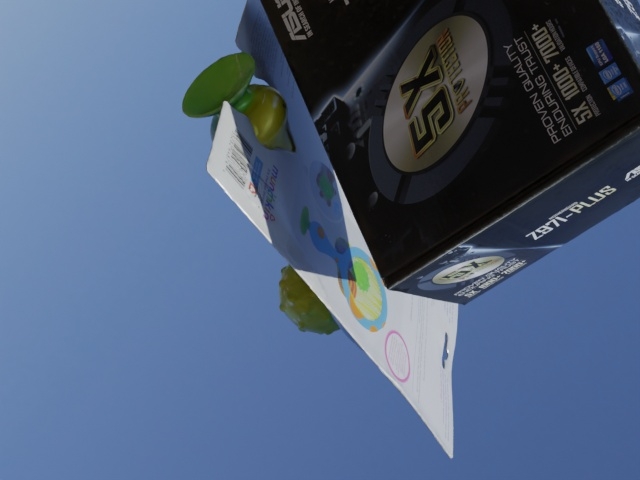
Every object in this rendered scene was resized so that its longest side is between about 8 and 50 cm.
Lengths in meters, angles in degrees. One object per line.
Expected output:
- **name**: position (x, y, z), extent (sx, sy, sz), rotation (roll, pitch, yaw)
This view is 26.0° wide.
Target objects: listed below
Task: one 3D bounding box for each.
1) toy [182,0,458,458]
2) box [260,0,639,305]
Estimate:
- **toy**: position (0.000, 0.000, 0.731), extent (0.056, 0.237, 0.137), rotation (-16, -139, 23)
- **box**: position (0.071, -0.085, 0.646), extent (0.147, 0.077, 0.180), rotation (-33, -115, 26)
